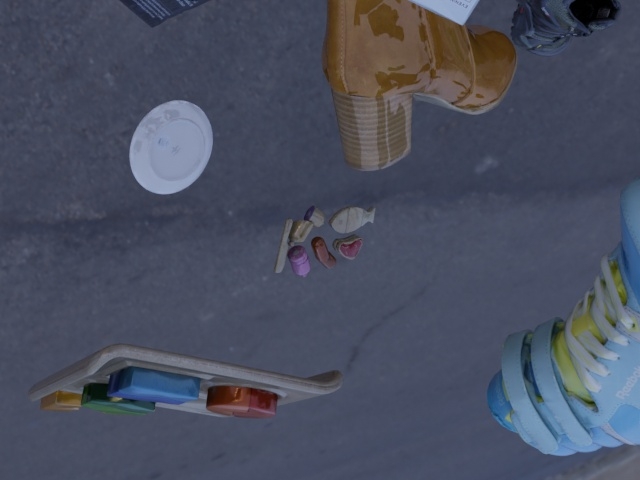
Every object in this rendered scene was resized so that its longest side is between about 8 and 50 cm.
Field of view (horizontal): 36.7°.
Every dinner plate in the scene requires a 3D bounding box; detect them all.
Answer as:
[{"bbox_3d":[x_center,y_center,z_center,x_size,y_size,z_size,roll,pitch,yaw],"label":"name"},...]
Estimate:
[{"bbox_3d":[-0.210,-0.131,1.388,0.141,0.017,0.141,-20,122,-35],"label":"dinner plate"}]

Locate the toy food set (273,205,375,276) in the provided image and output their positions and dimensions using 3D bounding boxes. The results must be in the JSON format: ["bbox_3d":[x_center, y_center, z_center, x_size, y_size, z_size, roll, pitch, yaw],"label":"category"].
[{"bbox_3d":[0.000,0.000,0.965,0.122,0.019,0.078,-3,114,-44],"label":"toy food set"}]

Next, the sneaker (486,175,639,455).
[{"bbox_3d":[0.215,0.077,0.745,0.208,0.127,0.319,-11,136,19],"label":"sneaker"}]

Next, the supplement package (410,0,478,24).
[{"bbox_3d":[0.056,-0.259,0.469,0.149,0.194,0.203,23,128,-13],"label":"supplement package"}]

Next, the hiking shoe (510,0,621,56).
[{"bbox_3d":[0.284,-0.259,1.113,0.086,0.114,0.227,-59,159,0],"label":"hiking shoe"}]

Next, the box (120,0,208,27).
[{"bbox_3d":[-0.184,-0.510,1.364,0.294,0.296,0.183,-22,176,5],"label":"box"}]

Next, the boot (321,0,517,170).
[{"bbox_3d":[0.101,-0.210,0.854,0.295,0.104,0.211,-41,138,-43],"label":"boot"}]

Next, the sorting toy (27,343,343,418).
[{"bbox_3d":[-0.149,0.150,0.905,0.229,0.041,0.307,10,160,-28],"label":"sorting toy"}]
